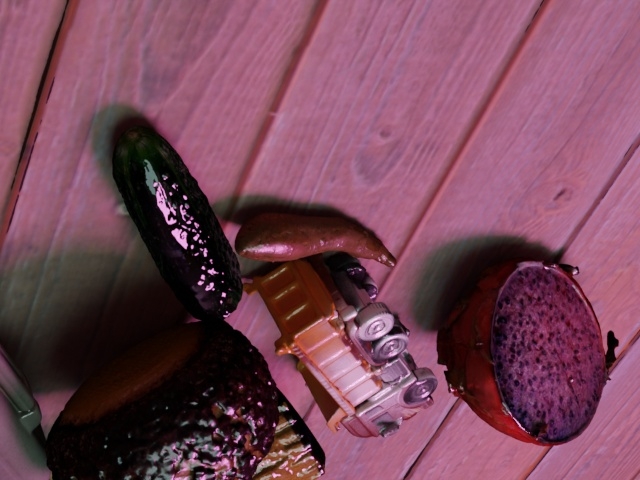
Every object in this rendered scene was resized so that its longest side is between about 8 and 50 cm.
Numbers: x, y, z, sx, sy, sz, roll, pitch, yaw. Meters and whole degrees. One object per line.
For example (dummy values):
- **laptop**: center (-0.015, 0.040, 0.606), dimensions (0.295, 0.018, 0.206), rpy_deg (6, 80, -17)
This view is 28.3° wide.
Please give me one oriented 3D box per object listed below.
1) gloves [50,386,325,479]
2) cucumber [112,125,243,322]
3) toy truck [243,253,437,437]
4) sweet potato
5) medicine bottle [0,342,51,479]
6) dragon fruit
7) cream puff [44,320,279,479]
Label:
- **gloves**: center (-0.169, 0.281, 1.411), dimensions (0.356, 0.155, 0.203), rpy_deg (-26, 123, 8)
- **cucumber**: center (-0.131, -0.014, 1.166), dimensions (0.074, 0.074, 0.241), rpy_deg (-24, 141, -2)
- **toy truck**: center (0.027, 0.119, 1.376), dimensions (0.135, 0.114, 0.270), rpy_deg (-33, 142, 3)
- **sweet potato**: center (0.000, 0.000, 1.277), dimensions (0.214, 0.050, 0.050), rpy_deg (3, 134, -41)
- **medicine bottle**: center (-0.416, 0.167, 1.171), dimensions (0.282, 0.123, 0.375), rpy_deg (-23, 142, -4)
- **dragon fruit**: center (0.213, 0.132, 1.468), dimensions (0.148, 0.224, 0.218), rpy_deg (-15, 118, 45)
- **cream puff**: center (-0.149, 0.189, 1.247), dimensions (0.239, 0.239, 0.165), rpy_deg (-30, 104, 6)
